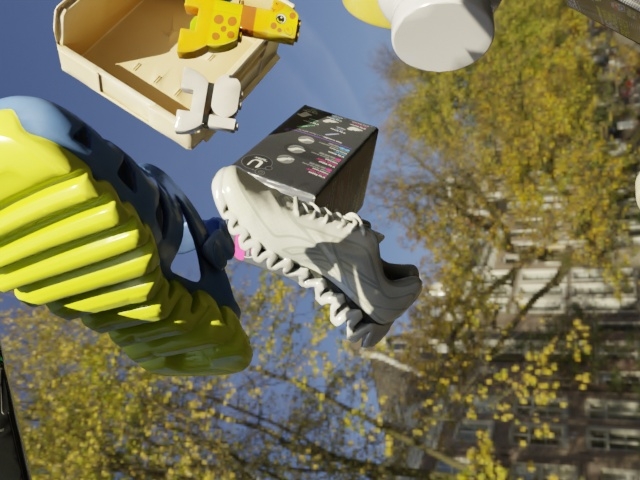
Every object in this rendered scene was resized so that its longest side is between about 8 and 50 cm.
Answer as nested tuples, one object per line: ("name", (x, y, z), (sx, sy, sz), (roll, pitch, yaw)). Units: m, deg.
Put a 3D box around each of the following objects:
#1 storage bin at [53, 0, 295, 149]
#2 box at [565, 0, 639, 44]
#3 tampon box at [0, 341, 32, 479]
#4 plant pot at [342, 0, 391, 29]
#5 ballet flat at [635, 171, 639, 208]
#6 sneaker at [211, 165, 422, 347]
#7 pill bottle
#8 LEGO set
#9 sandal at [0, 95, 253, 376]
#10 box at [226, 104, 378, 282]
("storage bin", (-0.225, -0.315, 1.067), (0.260, 0.262, 0.123), (-55, -4, -28))
("box", (0.510, -0.402, 1.156), (0.060, 0.216, 0.270), (-59, -19, 17))
("tampon box", (-0.234, 0.106, 0.382), (0.120, 0.161, 0.102), (-12, -76, -26))
("plant pot", (0.183, -0.631, 1.515), (0.239, 0.253, 0.254), (96, -170, -45))
("ballet flat", (0.374, -0.032, 0.523), (0.086, 0.248, 0.086), (17, -90, -75))
("sneaker", (0.000, 0.000, 0.819), (0.292, 0.118, 0.110), (40, -157, -19))
("pill bottle", (0.176, -0.426, 1.021), (0.188, 0.187, 0.334), (49, -141, -56))
("LEGO set", (-0.061, -0.200, 0.578), (0.087, 0.093, 0.227), (162, 117, -84))
("sandal", (-0.147, -0.004, 0.520), (0.317, 0.126, 0.138), (64, -159, -58))
("box", (-0.028, -0.084, 1.106), (0.270, 0.143, 0.165), (-51, -24, -52))
